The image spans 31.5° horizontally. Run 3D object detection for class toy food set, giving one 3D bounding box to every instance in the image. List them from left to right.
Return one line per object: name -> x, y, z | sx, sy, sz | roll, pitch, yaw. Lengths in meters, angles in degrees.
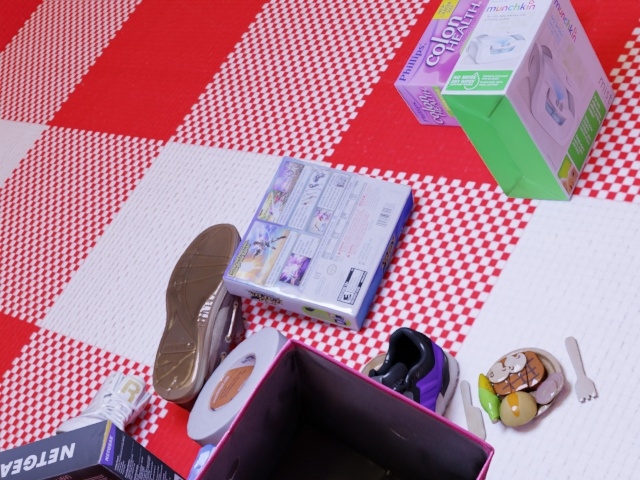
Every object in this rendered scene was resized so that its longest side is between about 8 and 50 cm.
toy food set -> 0.283, 0.203, 1.610 | 0.192, 0.038, 0.132 | -26, 41, 17

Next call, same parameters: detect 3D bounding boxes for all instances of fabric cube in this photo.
fabric cube -> 0.013, 0.312, 1.244 | 0.254, 0.258, 0.259 | 27, 64, 16

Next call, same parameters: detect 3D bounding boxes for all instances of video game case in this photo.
video game case -> 0.000, 0.000, 1.941 | 0.244, 0.061, 0.269 | 16, 62, 19

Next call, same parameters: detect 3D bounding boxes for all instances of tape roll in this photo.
tape roll -> -0.115, 0.245, 1.804 | 0.219, 0.072, 0.219 | -43, 19, 19

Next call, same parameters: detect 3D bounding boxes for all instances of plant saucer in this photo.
plant saucer -> 0.098, 0.214, 1.767 | 0.083, 0.015, 0.083 | -22, 42, 22

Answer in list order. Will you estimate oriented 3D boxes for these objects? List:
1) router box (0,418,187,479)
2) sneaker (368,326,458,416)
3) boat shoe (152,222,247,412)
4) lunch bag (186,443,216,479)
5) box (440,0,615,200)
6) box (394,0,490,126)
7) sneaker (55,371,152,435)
router box -> -0.387, 0.408, 1.800 | 0.309, 0.243, 0.081 | -19, 45, 24
sneaker -> 0.110, 0.252, 1.620 | 0.102, 0.146, 0.293 | -12, 47, 30
boat shoe -> -0.195, 0.137, 1.987 | 0.123, 0.123, 0.342 | -6, 59, 27
lunch bag -> -0.072, 0.497, 1.467 | 0.328, 0.239, 0.385 | 10, 65, 36
box -> 0.333, -0.232, 1.797 | 0.127, 0.262, 0.231 | 7, 58, 42
box -> 0.294, -0.318, 2.021 | 0.243, 0.117, 0.213 | 8, 60, 43
sneaker -> -0.358, 0.289, 1.919 | 0.169, 0.108, 0.292 | -55, 9, -20
